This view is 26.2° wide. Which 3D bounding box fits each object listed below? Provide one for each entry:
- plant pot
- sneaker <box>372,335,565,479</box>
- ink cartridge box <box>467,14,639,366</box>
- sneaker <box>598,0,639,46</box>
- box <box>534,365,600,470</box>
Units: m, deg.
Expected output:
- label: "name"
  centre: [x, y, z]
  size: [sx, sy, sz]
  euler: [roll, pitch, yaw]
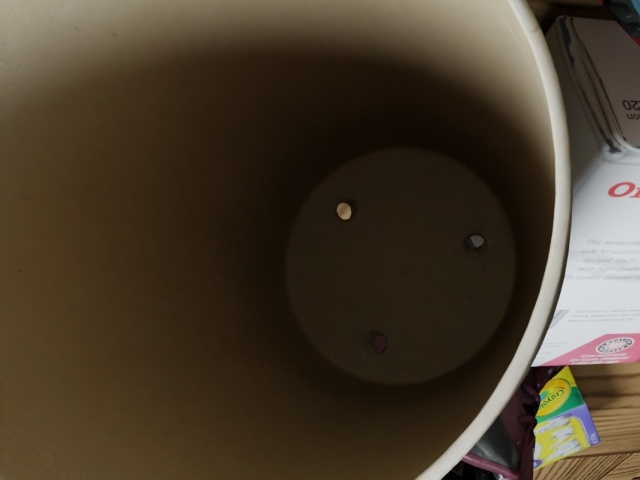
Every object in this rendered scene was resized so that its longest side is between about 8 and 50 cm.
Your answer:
- label: "plant pot"
  centre: [0.000, 0.000, 0.597]
  size: [0.256, 0.256, 0.274]
  euler: [-29, 165, 13]
- label: "sneaker"
  centre: [0.130, 0.098, 0.886]
  size: [0.281, 0.163, 0.106]
  euler: [-4, 146, -27]
- label: "ink cartridge box"
  centre: [0.158, -0.018, 0.771]
  size: [0.158, 0.092, 0.218]
  euler: [0, 148, -25]
- label: "sneaker"
  centre: [0.162, -0.152, 0.551]
  size: [0.125, 0.104, 0.262]
  euler: [-44, 162, 27]
- label: "box"
  centre: [0.135, 0.169, 1.130]
  size: [0.179, 0.043, 0.105]
  euler: [-23, 150, 7]
